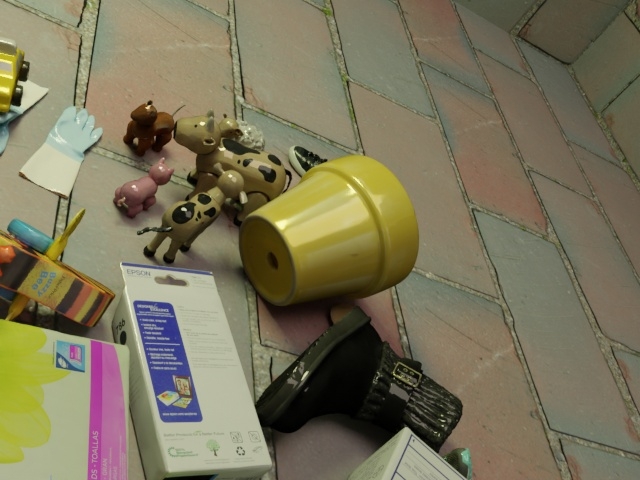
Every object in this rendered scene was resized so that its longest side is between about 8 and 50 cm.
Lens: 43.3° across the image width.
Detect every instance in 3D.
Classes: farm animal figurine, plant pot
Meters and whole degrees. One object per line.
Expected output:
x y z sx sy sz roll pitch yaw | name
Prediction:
-0.187 -0.124 1.391 0.327 0.172 0.330 8 46 -39 | farm animal figurine
0.000 0.000 1.394 0.239 0.254 0.254 -22 67 -35 | plant pot

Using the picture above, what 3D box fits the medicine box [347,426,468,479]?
0.131 0.451 1.075 0.263 0.149 0.289 41 34 1 | medicine box

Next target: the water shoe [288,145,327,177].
0.025 -0.144 1.701 0.203 0.080 0.073 42 34 3 | water shoe

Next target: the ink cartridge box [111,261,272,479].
-0.192 0.184 1.139 0.165 0.065 0.332 9 46 -38 | ink cartridge box

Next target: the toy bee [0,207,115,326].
-0.386 0.041 1.011 0.298 0.195 0.162 11 6 -31 | toy bee

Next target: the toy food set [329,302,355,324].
0.051 0.148 1.453 0.083 0.020 0.082 43 34 4 | toy food set

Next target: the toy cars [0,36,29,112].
-0.572 -0.250 1.201 0.176 0.087 0.394 31 33 17 | toy cars

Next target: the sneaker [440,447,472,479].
0.169 0.358 1.216 0.076 0.166 0.065 12 50 -16 | sneaker

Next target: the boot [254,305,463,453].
0.074 0.258 1.252 0.260 0.131 0.348 46 34 8 | boot

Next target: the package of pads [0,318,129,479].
-0.337 0.232 0.910 0.229 0.101 0.296 18 40 -31 | package of pads

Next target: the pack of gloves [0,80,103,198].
-0.461 -0.195 1.320 0.195 0.046 0.232 28 36 -16 | pack of gloves
